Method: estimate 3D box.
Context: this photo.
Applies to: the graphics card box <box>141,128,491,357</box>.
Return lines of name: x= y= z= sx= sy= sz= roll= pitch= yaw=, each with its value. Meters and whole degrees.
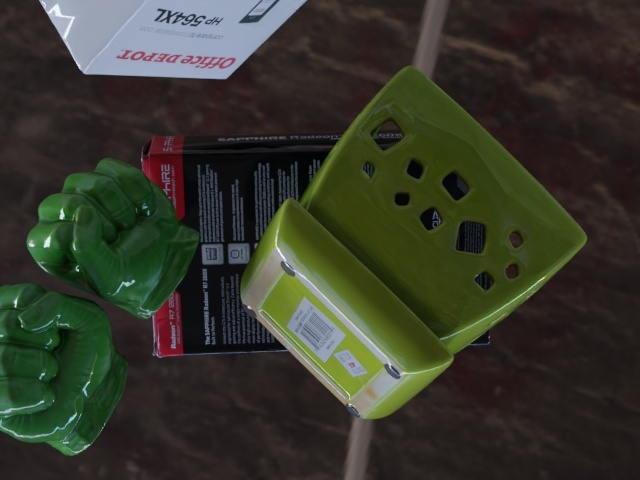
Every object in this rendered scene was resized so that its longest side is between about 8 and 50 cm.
graphics card box: x=0.000 y=0.000 z=1.484 sx=0.370 sy=0.233 sz=0.094 roll=-2 pitch=-164 yaw=-1

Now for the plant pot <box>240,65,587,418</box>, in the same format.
plant pot: x=0.062 y=0.020 z=1.240 sx=0.227 sy=0.207 sz=0.228 roll=44 pitch=156 yaw=4

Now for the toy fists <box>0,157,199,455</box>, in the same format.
toy fists: x=-0.222 y=0.054 z=1.263 sx=0.142 sy=0.279 sz=0.096 roll=36 pitch=156 yaw=-25

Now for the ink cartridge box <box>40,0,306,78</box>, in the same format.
ink cartridge box: x=-0.059 y=-0.193 z=0.847 sx=0.148 sy=0.203 sz=0.086 roll=-7 pitch=-119 yaw=-54
